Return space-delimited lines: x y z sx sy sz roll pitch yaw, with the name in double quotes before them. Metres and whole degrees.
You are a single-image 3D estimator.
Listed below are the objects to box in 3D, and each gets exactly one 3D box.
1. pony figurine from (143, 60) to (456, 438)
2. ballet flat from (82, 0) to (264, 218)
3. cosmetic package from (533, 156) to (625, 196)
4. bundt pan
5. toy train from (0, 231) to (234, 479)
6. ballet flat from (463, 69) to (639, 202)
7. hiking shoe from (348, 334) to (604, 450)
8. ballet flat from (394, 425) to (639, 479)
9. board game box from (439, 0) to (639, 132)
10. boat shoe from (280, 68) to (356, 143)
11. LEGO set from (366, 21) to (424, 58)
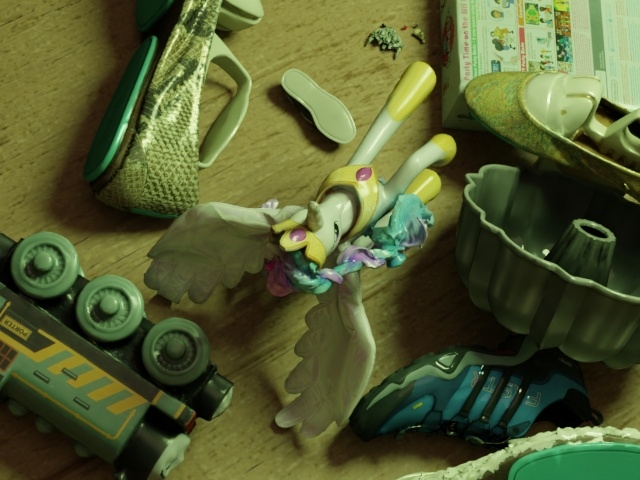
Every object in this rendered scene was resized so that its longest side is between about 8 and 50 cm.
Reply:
"pony figurine" 0.000 0.000 1.663 0.303 0.351 0.363 39 44 6
"ballet flat" -0.165 -0.246 1.838 0.182 0.164 0.483 20 67 -26
"cosmetic package" 0.336 -0.080 1.892 0.115 0.060 0.041 16 63 -5
"bundt pan" 0.302 0.039 1.730 0.330 0.124 0.331 17 24 -8
"toy train" -0.267 0.132 1.641 0.334 0.142 0.190 33 76 3
"ballet flat" 0.347 -0.136 1.784 0.348 0.123 0.123 29 63 4
"hiking shoe" 0.184 0.192 1.704 0.304 0.113 0.132 -16 68 -17
"ballet flat" 0.188 0.281 1.628 0.408 0.147 0.147 -14 68 -6
"board game box" 0.317 -0.253 1.949 0.303 0.097 0.224 6 65 -9
"boat shoe" -0.002 -0.169 1.879 0.125 0.038 0.046 41 84 10
"LEGO set" 0.101 -0.276 1.957 0.083 0.023 0.054 -32 75 -22
